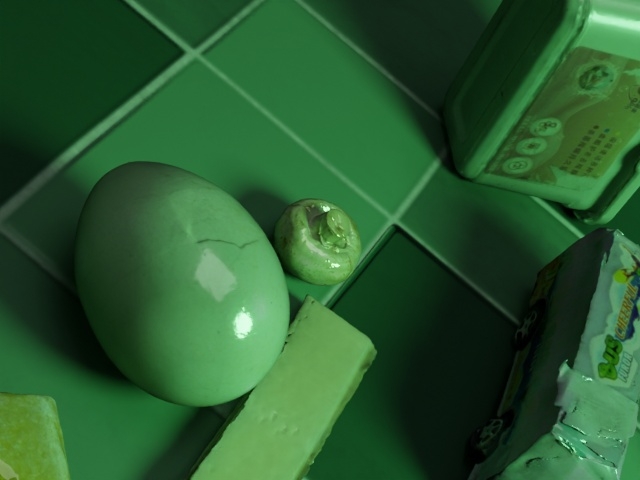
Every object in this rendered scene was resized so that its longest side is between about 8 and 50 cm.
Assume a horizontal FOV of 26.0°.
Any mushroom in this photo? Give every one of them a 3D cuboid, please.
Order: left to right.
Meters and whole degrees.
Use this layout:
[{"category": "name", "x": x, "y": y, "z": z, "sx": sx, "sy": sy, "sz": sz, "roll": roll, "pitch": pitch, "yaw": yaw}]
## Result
[{"category": "mushroom", "x": 0.000, "y": 0.000, "z": 1.229, "sx": 0.084, "sy": 0.067, "sz": 0.083, "roll": 21, "pitch": 50, "yaw": -27}]

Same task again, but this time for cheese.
[{"category": "cheese", "x": -0.057, "y": 0.180, "z": 1.065, "sx": 0.085, "sy": 0.034, "sz": 0.400, "roll": 41, "pitch": 42, "yaw": -5}]

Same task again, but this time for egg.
[{"category": "egg", "x": -0.110, "y": 0.029, "z": 1.064, "sx": 0.151, "sy": 0.151, "sz": 0.209, "roll": -12, "pitch": 63, "yaw": -41}]

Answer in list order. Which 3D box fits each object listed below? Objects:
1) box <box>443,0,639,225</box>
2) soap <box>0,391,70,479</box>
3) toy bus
[{"category": "box", "x": 0.258, "y": -0.169, "z": 1.392, "sx": 0.183, "sy": 0.312, "sz": 0.175, "roll": 8, "pitch": 51, "yaw": -19}, {"category": "soap", "x": -0.229, "y": 0.230, "z": 0.859, "sx": 0.174, "sy": 0.089, "sz": 0.274, "roll": 4, "pitch": 52, "yaw": -32}, {"category": "toy bus", "x": 0.228, "y": 0.125, "z": 1.234, "sx": 0.112, "sy": 0.138, "sz": 0.317, "roll": 33, "pitch": 41, "yaw": -5}]
